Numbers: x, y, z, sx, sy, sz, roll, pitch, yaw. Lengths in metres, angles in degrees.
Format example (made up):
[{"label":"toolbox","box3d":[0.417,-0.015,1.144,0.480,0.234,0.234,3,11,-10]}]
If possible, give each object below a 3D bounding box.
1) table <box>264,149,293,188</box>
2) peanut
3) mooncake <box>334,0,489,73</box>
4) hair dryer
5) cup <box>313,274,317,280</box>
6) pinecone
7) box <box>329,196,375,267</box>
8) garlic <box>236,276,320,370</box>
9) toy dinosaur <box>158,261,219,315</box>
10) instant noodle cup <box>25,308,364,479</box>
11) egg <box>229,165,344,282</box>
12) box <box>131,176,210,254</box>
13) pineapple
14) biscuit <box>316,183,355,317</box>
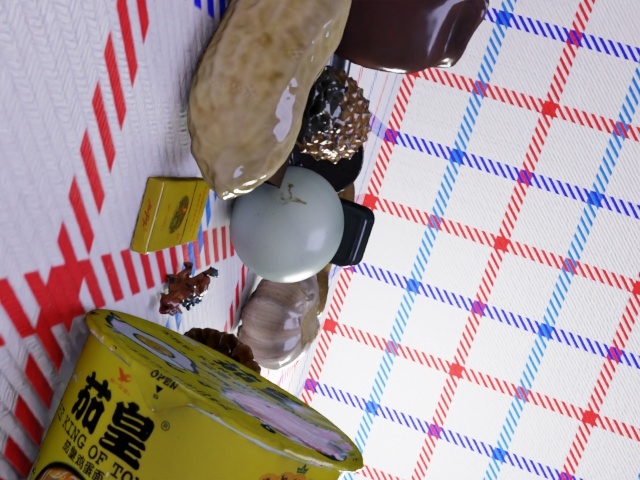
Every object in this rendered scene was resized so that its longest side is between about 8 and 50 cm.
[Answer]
[{"label":"table","box3d":[-0.093,-0.125,0.917,0.083,0.082,0.070,23,85,-82]},{"label":"peanut","box3d":[-0.065,-0.201,0.752,0.153,0.140,0.325,165,-53,-79]},{"label":"mooncake","box3d":[0.139,-0.409,1.070,0.174,0.333,0.326,104,-31,-41]},{"label":"hair dryer","box3d":[0.004,-0.284,1.333,0.320,0.155,0.284,-84,168,-64]},{"label":"cup","box3d":[-0.065,0.076,1.495,0.099,0.074,0.102,16,85,-46]},{"label":"pinecone","box3d":[-0.161,0.193,0.893,0.165,0.162,0.163,100,11,-59]},{"label":"box","box3d":[0.007,-0.029,1.420,0.090,0.201,0.145,-20,130,-75]},{"label":"garlic","box3d":[-0.089,0.165,1.364,0.228,0.152,0.228,-43,143,-44]},{"label":"toy dinosaur","box3d":[-0.178,0.064,0.883,0.154,0.049,0.055,-41,146,-65]},{"label":"instant noodle cup","box3d":[-0.153,0.253,0.656,0.254,0.325,0.325,-60,171,-6]},{"label":"egg","box3d":[-0.051,-0.032,1.057,0.264,0.182,0.183,-68,174,-69]},{"label":"box","box3d":[-0.176,-0.034,0.776,0.155,0.023,0.087,-28,139,-79]},{"label":"pineapple","box3d":[-0.013,-0.227,1.028,0.340,0.169,0.169,18,91,-76]},{"label":"biscuit","box3d":[0.000,0.000,1.725,0.368,0.076,0.394,-92,-162,-67]}]
